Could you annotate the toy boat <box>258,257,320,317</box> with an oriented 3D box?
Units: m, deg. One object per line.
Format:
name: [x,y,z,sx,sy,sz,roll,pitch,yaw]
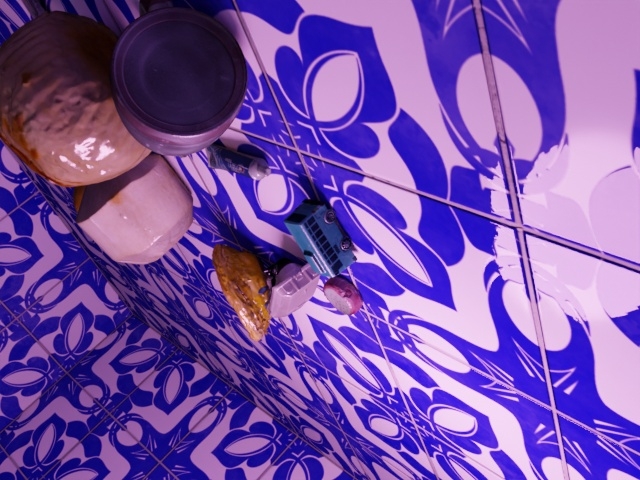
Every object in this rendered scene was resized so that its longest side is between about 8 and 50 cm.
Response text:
toy boat: [-0.086,0.115,1.816,0.141,0.141,0.269,47,160,-2]

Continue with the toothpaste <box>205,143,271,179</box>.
toothpaste: [-0.189,-0.176,1.617,0.268,0.047,0.069,23,161,50]

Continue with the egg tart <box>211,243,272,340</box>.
egg tart: [-0.195,0.128,1.976,0.294,0.123,0.294,63,175,10]

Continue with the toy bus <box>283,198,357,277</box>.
toy bus: [0.000,0.000,1.518,0.079,0.092,0.160,15,142,54]

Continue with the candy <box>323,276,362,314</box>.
candy: [0.052,0.131,1.714,0.103,0.043,0.103,38,157,19]

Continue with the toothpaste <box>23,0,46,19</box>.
toothpaste: [-0.715,-0.574,1.844,0.099,0.068,0.282,-23,105,37]

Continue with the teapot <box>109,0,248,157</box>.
teapot: [-0.288,-0.308,1.376,0.312,0.233,0.314,157,99,-73]

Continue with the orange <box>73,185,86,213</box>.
orange: [-0.674,-0.136,2.308,0.236,0.236,0.236,37,156,20]

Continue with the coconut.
coconut: [-0.514,-0.099,1.999,0.323,0.323,0.323,37,156,20]

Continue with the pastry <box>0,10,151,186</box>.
pastry: [-0.536,-0.293,1.580,0.388,0.313,0.388,45,-161,-20]
